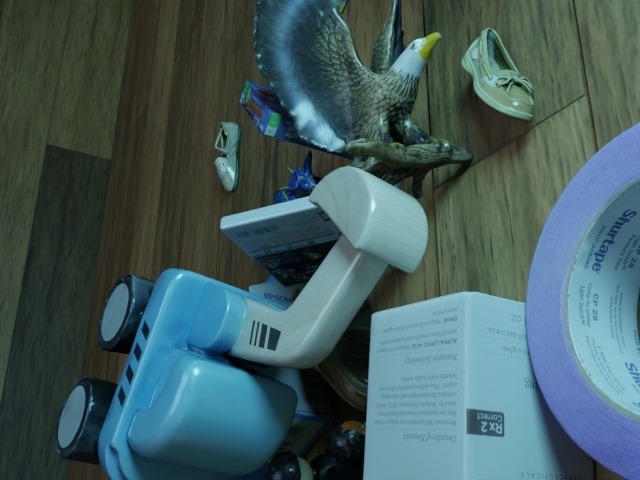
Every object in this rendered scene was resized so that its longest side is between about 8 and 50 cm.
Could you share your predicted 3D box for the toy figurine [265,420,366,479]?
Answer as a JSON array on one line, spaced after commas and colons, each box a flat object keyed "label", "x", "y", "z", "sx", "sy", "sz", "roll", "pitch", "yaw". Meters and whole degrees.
[{"label": "toy figurine", "x": 0.041, "y": 0.311, "z": 0.804, "sx": 0.209, "sy": 0.148, "sz": 0.213, "roll": -46, "pitch": 40, "yaw": 45}]

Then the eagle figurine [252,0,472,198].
[{"label": "eagle figurine", "x": 0.065, "y": -0.195, "z": 0.922, "sx": 0.225, "sy": 0.226, "sz": 0.298, "roll": -31, "pitch": 58, "yaw": 3}]

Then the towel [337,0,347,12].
[{"label": "towel", "x": 0.035, "y": -0.434, "z": 1.291, "sx": 0.083, "sy": 0.010, "sz": 0.060, "roll": -62, "pitch": 30, "yaw": 27}]

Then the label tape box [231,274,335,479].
[{"label": "label tape box", "x": -0.114, "y": 0.208, "z": 1.183, "sx": 0.249, "sy": 0.115, "sz": 0.347, "roll": -57, "pitch": 35, "yaw": 33}]

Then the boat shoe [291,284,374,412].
[{"label": "boat shoe", "x": 0.031, "y": 0.145, "z": 0.958, "sx": 0.307, "sy": 0.111, "sz": 0.104, "roll": -117, "pitch": 42, "yaw": -65}]

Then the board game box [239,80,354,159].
[{"label": "board game box", "x": -0.005, "y": -0.166, "z": 1.041, "sx": 0.035, "sy": 0.201, "sz": 0.136, "roll": -66, "pitch": 28, "yaw": 21}]

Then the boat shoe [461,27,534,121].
[{"label": "boat shoe", "x": 0.204, "y": -0.187, "z": 0.816, "sx": 0.153, "sy": 0.056, "sz": 0.048, "roll": -100, "pitch": 30, "yaw": -50}]

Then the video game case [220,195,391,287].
[{"label": "video game case", "x": 0.000, "y": 0.000, "z": 0.907, "sx": 0.191, "sy": 0.173, "sz": 0.022, "roll": -13, "pitch": 57, "yaw": 22}]

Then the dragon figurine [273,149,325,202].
[{"label": "dragon figurine", "x": -0.009, "y": -0.072, "z": 1.043, "sx": 0.085, "sy": 0.144, "sz": 0.289, "roll": -53, "pitch": 19, "yaw": 14}]

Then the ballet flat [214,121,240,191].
[{"label": "ballet flat", "x": -0.212, "y": -0.186, "z": 1.605, "sx": 0.057, "sy": 0.052, "sz": 0.168, "roll": -33, "pitch": 51, "yaw": 53}]

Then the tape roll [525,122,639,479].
[{"label": "tape roll", "x": 0.281, "y": 0.044, "z": 0.530, "sx": 0.275, "sy": 0.090, "sz": 0.274, "roll": -33, "pitch": 51, "yaw": 54}]

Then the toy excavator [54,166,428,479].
[{"label": "toy excavator", "x": -0.089, "y": 0.133, "z": 0.860, "sx": 0.445, "sy": 0.222, "sz": 0.432, "roll": 7, "pitch": 75, "yaw": 56}]

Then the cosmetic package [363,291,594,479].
[{"label": "cosmetic package", "x": 0.143, "y": 0.157, "z": 0.673, "sx": 0.151, "sy": 0.151, "sz": 0.183, "roll": -24, "pitch": 59, "yaw": 57}]
